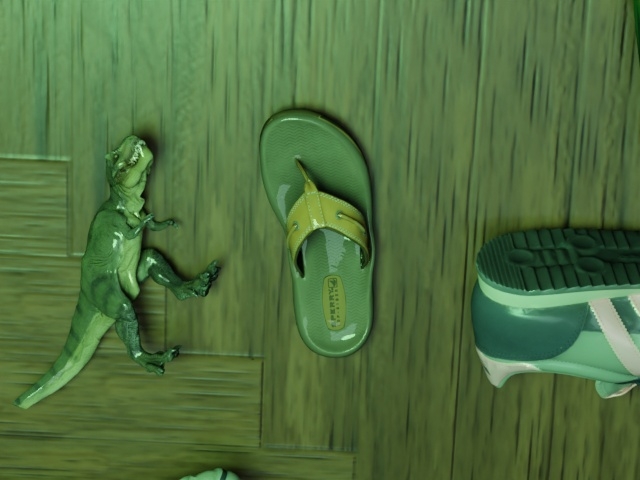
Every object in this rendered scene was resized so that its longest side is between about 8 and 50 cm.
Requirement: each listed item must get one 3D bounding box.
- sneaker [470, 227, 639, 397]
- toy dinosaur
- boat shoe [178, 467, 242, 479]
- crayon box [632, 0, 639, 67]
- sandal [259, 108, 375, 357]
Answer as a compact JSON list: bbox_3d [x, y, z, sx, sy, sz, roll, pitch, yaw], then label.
[{"bbox_3d":[0.281,0.070,1.440,0.319,0.112,0.131,6,124,3],"label":"sneaker"},{"bbox_3d":[-0.159,0.044,1.456,0.118,0.064,0.268,25,108,9],"label":"toy dinosaur"},{"bbox_3d":[-0.233,0.277,1.504,0.367,0.136,0.156,-38,100,22],"label":"boat shoe"},{"bbox_3d":[0.341,-0.222,1.345,0.203,0.083,0.323,-8,108,4],"label":"crayon box"},{"bbox_3d":[0.000,0.000,1.436,0.090,0.060,0.219,-4,107,3],"label":"sandal"}]
